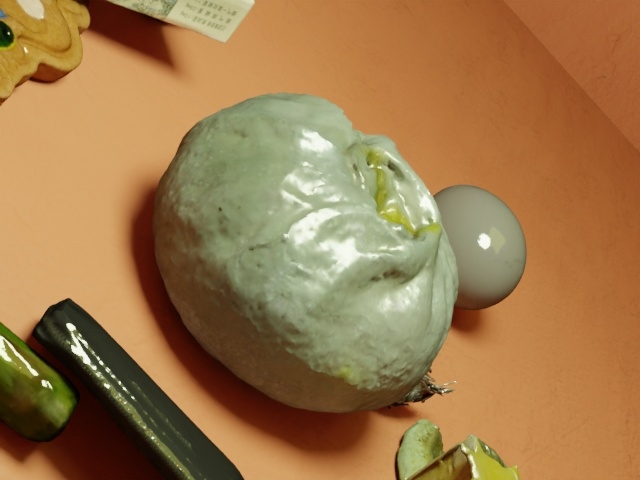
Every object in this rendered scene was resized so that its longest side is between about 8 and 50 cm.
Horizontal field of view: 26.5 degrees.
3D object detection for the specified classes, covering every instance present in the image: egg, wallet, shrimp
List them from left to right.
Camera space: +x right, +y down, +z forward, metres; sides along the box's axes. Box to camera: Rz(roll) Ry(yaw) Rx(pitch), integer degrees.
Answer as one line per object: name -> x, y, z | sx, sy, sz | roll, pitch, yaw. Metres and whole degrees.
wallet -> -0.139, 0.148, 1.114 | 0.250, 0.044, 0.149 | 49, -3, -5
shrimp -> 0.086, 0.154, 1.519 | 0.165, 0.056, 0.065 | 17, 29, -40
egg -> 0.197, 0.006, 1.802 | 0.146, 0.146, 0.199 | 38, 21, -26

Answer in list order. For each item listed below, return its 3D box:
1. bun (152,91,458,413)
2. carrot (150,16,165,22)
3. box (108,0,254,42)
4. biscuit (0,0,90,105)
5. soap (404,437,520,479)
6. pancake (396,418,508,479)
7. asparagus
bun -> 0.000, 0.000, 1.383 | 0.362, 0.211, 0.362 | 32, 31, -22
carrot -> -0.162, -0.313, 1.732 | 0.069, 0.069, 0.228 | 54, 24, 6
box -> -0.213, -0.330, 1.534 | 0.256, 0.069, 0.164 | 14, 38, -41
biscuit -> -0.331, -0.241, 1.371 | 0.202, 0.047, 0.334 | 49, 24, -3
soap -> 0.071, 0.280, 1.125 | 0.076, 0.233, 0.135 | 32, 31, -27
pancake -> 0.180, 0.308, 1.497 | 0.253, 0.037, 0.254 | 39, 27, -24
asparagus -> -0.295, 0.052, 1.019 | 0.277, 0.060, 0.067 | 42, 19, -19
